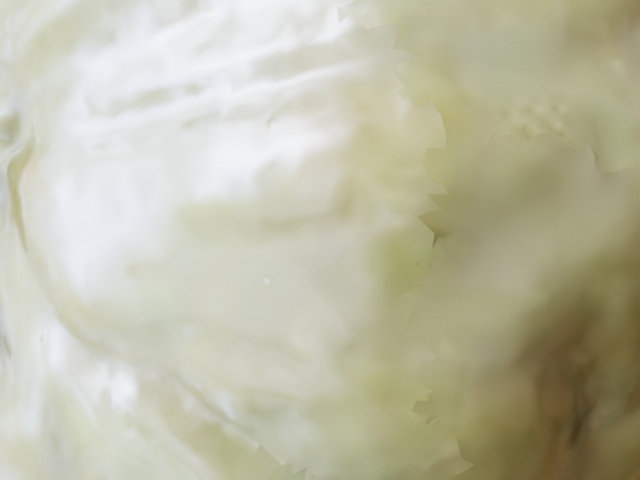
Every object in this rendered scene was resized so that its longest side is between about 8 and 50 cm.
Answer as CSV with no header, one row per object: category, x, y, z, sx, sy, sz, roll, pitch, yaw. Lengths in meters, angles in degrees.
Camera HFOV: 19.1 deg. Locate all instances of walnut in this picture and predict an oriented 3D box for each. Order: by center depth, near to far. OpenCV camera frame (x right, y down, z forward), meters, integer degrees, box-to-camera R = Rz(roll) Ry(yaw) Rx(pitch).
walnut,-0.002,0.002,0.478,0.253,0.277,0.282,35,94,36
